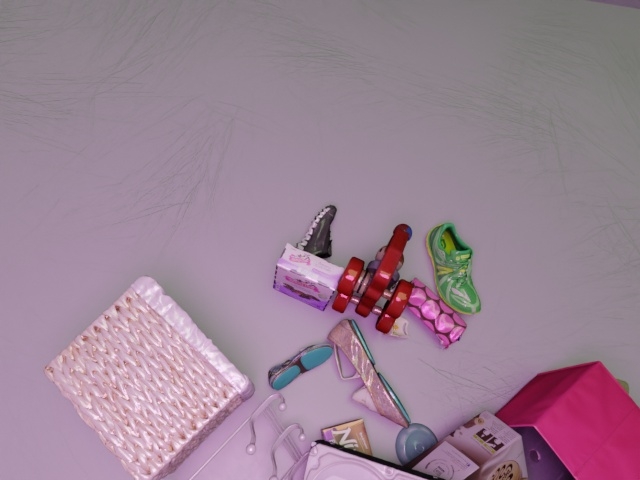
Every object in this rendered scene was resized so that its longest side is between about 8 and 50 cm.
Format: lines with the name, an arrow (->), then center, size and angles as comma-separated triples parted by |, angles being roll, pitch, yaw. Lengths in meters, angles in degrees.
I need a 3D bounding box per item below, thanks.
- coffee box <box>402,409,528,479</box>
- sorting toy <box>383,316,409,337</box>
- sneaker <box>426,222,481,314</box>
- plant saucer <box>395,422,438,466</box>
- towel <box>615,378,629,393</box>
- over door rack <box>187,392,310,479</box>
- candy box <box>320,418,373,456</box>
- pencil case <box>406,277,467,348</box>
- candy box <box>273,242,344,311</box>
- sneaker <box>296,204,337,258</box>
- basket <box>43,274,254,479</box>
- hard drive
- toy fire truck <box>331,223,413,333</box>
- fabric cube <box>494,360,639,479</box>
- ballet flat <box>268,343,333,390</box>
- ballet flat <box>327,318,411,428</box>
coffee box -> 0.335, 0.567, 1.014 | 0.298, 0.119, 0.167 | -24, 111, -19
sorting toy -> 0.222, 0.248, 1.227 | 0.075, 0.045, 0.083 | 17, 52, -15
sneaker -> 0.401, 0.081, 1.285 | 0.110, 0.123, 0.295 | -11, 69, -15
plant saucer -> 0.255, 0.537, 1.108 | 0.120, 0.021, 0.119 | 4, 66, -8
towel -> 0.832, 0.461, 1.235 | 0.110, 0.027, 0.148 | 23, 65, 3
over door rack -> -0.157, 0.530, 0.932 | 0.324, 0.108, 0.239 | -35, 116, -22
candy box -> 0.076, 0.550, 1.056 | 0.109, 0.053, 0.186 | -9, 69, -13
pencil case -> 0.318, 0.209, 1.235 | 0.098, 0.095, 0.209 | -44, 76, -8
candy box -> -0.038, 0.105, 1.162 | 0.165, 0.196, 0.070 | 24, 64, 3
sneaker -> 0.000, 0.000, 1.286 | 0.106, 0.078, 0.234 | 33, 69, 3
basket -> -0.352, 0.306, 0.948 | 0.331, 0.328, 0.266 | 43, 68, 11
hard drive -> 0.114, 0.585, 0.886 | 0.339, 0.064, 0.236 | 8, 74, 23
toy fire truck -> 0.162, 0.084, 1.142 | 0.170, 0.302, 0.253 | 24, 62, 7
fabric cube -> 0.620, 0.495, 1.061 | 0.258, 0.254, 0.259 | -29, 73, -22
ballet flat -> -0.058, 0.319, 1.131 | 0.189, 0.070, 0.070 | -27, 73, -15
ballet flat -> 0.116, 0.364, 1.135 | 0.106, 0.107, 0.315 | -30, 67, 0
